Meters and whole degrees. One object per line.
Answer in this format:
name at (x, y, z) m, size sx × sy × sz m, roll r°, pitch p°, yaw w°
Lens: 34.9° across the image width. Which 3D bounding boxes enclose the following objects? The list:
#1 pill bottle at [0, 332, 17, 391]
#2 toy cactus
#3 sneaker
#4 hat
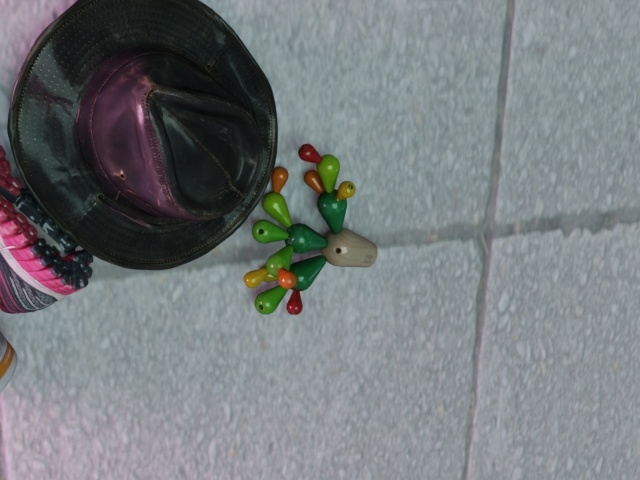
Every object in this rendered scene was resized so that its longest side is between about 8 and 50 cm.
pill bottle at (-0.435, 0.086, 1.089) m, size 0.121 × 0.121 × 0.216 m, roll -35°, pitch 119°, yaw -7°
toy cactus at (0.000, 0.000, 1.261) m, size 0.180 × 0.112 × 0.219 m, roll 14°, pitch 96°, yaw -37°
sneaker at (-0.377, -0.036, 1.073) m, size 0.112 × 0.121 × 0.299 m, roll -27°, pitch 114°, yaw 21°
hat at (-0.160, -0.109, 1.097) m, size 0.331 × 0.134 × 0.331 m, roll -10°, pitch 109°, yaw -30°
